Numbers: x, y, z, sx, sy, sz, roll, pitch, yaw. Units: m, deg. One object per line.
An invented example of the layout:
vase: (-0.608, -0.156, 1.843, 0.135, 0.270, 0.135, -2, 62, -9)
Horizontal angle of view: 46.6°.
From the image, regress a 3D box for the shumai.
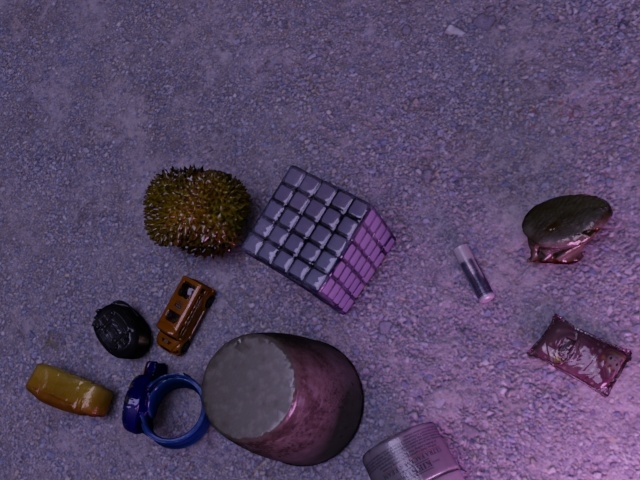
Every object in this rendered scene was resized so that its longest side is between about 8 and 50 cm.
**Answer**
shumai: (0.534, -0.011, 1.606, 0.201, 0.120, 0.201, -22, 23, 10)

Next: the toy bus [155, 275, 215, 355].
toy bus: (-0.352, 0.191, 1.883, 0.083, 0.088, 0.194, 24, 83, 24)

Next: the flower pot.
flower pot: (-0.094, 0.338, 1.612, 0.293, 0.330, 0.294, -6, 72, 20)

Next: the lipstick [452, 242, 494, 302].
lipstick: (0.348, 0.075, 1.689, 0.040, 0.040, 0.141, -28, 66, 10)

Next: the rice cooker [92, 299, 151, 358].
rice cooker: (-0.513, 0.233, 1.923, 0.112, 0.106, 0.165, -46, 75, 6)

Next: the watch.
watch: (-0.362, 0.399, 1.795, 0.200, 0.171, 0.196, 12, 76, 8)

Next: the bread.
bread: (-0.651, 0.393, 1.927, 0.245, 0.102, 0.094, 14, 72, 22)

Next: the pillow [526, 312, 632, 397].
pillow: (0.544, 0.240, 1.566, 0.185, 0.043, 0.118, 31, 80, 22)

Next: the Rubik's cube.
Rubik's cube: (0.000, 0.000, 1.731, 0.237, 0.237, 0.238, 30, 85, 26)

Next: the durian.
durian: (-0.320, -0.071, 1.875, 0.293, 0.258, 0.258, 1, 74, 26)

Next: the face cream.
face cream: (0.193, 0.481, 1.543, 0.177, 0.177, 0.153, -33, 65, 8)
